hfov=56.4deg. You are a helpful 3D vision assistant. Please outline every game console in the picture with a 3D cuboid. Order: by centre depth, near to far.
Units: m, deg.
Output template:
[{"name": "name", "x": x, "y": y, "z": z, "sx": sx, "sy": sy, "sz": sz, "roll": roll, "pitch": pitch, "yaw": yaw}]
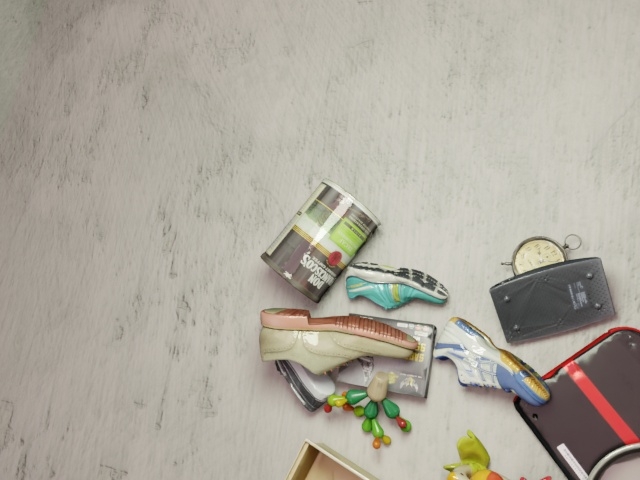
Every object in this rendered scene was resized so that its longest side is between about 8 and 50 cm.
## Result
[{"name": "game console", "x": 0.680, "y": 0.419, "z": 1.319, "sx": 0.342, "sy": 0.060, "sz": 0.387, "roll": -39, "pitch": 64, "yaw": 10}]

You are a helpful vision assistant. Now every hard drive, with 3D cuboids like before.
[{"name": "hard drive", "x": 0.541, "y": 0.136, "z": 1.407, "sx": 0.254, "sy": 0.054, "sz": 0.172, "roll": -19, "pitch": 109, "yaw": 15}]

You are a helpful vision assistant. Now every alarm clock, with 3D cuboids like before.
[{"name": "alarm clock", "x": 0.556, "y": 0.048, "z": 1.471, "sx": 0.192, "sy": 0.064, "sz": 0.129, "roll": -35, "pitch": 65, "yaw": 9}]

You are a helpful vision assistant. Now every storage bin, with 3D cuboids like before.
[{"name": "storage bin", "x": 0.029, "y": 0.660, "z": 1.430, "sx": 0.262, "sy": 0.123, "sz": 0.261, "roll": 25, "pitch": 82, "yaw": 24}]

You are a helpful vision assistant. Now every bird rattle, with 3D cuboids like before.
[{"name": "bird rattle", "x": 0.381, "y": 0.550, "z": 1.307, "sx": 0.253, "sy": 0.206, "sz": 0.143, "roll": 30, "pitch": 103, "yaw": 34}]

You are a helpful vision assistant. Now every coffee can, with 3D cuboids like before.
[{"name": "coffee can", "x": 0.000, "y": 0.000, "z": 1.610, "sx": 0.201, "sy": 0.201, "sz": 0.275, "roll": 38, "pitch": 88, "yaw": 26}]

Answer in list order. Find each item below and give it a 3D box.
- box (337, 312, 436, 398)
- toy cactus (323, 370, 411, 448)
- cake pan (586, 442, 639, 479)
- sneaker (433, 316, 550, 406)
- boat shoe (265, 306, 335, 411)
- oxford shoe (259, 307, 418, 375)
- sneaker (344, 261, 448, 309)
[{"name": "box", "x": 0.171, "y": 0.293, "z": 1.534, "sx": 0.230, "sy": 0.056, "sz": 0.183, "roll": 6, "pitch": 75, "yaw": 22}, {"name": "toy cactus", "x": 0.122, "y": 0.405, "z": 1.466, "sx": 0.218, "sy": 0.112, "sz": 0.181, "roll": 22, "pitch": 118, "yaw": 16}, {"name": "cake pan", "x": 0.688, "y": 0.562, "z": 1.209, "sx": 0.293, "sy": 0.054, "sz": 0.294, "roll": -7, "pitch": 72, "yaw": 23}, {"name": "sneaker", "x": 0.400, "y": 0.311, "z": 1.420, "sx": 0.296, "sy": 0.111, "sz": 0.131, "roll": 39, "pitch": 101, "yaw": 42}, {"name": "boat shoe", "x": -0.079, "y": 0.317, "z": 1.596, "sx": 0.301, "sy": 0.108, "sz": 0.102, "roll": 51, "pitch": 119, "yaw": 23}, {"name": "oxford shoe", "x": 0.040, "y": 0.262, "z": 1.488, "sx": 0.396, "sy": 0.140, "sz": 0.147, "roll": 7, "pitch": 93, "yaw": 11}, {"name": "sneaker", "x": 0.198, "y": 0.129, "z": 1.570, "sx": 0.275, "sy": 0.107, "sz": 0.110, "roll": 10, "pitch": 105, "yaw": 18}]
